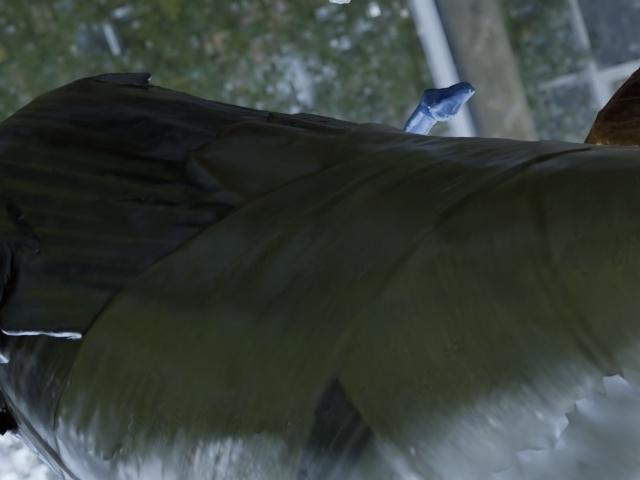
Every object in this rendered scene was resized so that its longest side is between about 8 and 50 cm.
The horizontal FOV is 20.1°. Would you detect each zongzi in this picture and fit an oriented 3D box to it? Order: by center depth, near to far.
[{"bbox_3d":[0.000,0.000,0.466,0.289,0.317,0.154,30,-118,20],"label":"zongzi"}]

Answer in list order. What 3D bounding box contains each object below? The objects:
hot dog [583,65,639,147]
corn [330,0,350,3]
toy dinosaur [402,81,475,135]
[{"bbox_3d":[0.304,-0.127,1.105,0.349,0.117,0.158,-47,-168,-20],"label":"hot dog"},{"bbox_3d":[-0.027,-0.336,1.626,0.098,0.290,0.098,-25,-145,20],"label":"corn"},{"bbox_3d":[-0.008,0.002,1.038,0.329,0.076,0.144,-25,151,34],"label":"toy dinosaur"}]
